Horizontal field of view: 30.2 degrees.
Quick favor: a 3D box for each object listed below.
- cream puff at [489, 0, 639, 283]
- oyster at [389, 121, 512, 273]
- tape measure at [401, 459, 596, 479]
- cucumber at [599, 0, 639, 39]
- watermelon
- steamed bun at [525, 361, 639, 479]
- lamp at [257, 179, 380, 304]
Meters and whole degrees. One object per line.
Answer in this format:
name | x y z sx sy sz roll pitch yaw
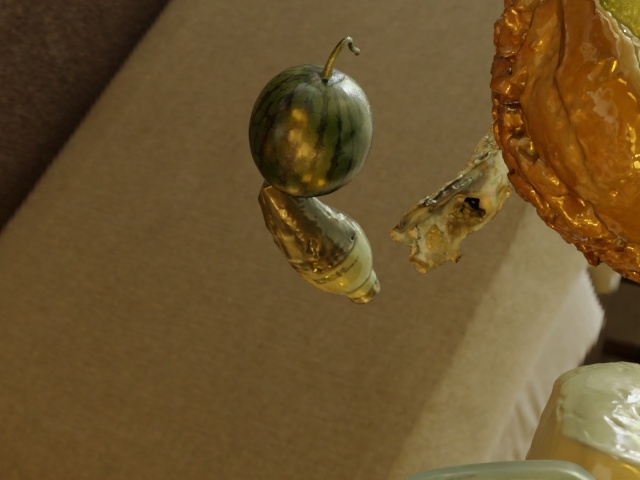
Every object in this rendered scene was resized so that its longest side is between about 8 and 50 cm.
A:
cream puff | 0.270 -0.093 0.939 0.343 0.231 0.327 -36 90 -44
oyster | 0.147 -0.047 1.213 0.200 0.061 0.106 -28 126 -28
tape measure | 0.124 0.295 0.905 0.125 0.243 0.246 19 53 -79
cucumber | 0.153 -0.081 0.340 0.116 0.115 0.062 38 38 -10
watermelon | -0.007 -0.137 1.296 0.141 0.141 0.187 -25 139 -46
steamed bun | 0.377 0.338 1.401 0.456 0.290 0.371 -35 140 -76
lamp | 0.000 0.000 1.458 0.250 0.101 0.101 47 64 -39
